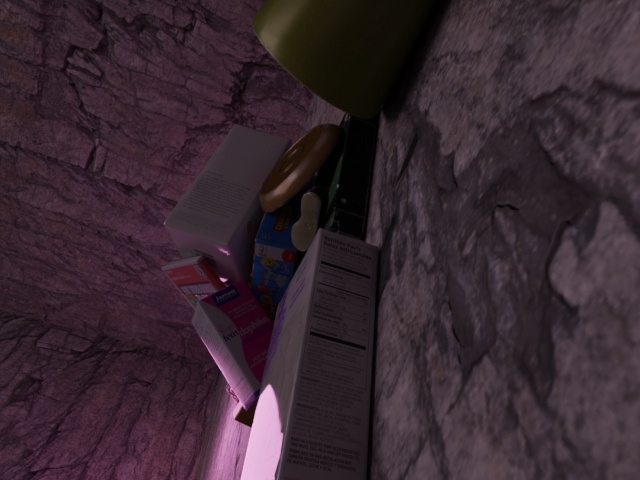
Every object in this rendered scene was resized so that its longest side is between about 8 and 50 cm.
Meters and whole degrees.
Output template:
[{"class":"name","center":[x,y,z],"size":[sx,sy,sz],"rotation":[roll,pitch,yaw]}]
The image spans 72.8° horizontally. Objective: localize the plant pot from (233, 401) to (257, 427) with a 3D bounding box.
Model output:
[{"class":"plant pot","center":[-0.140,0.371,0.975],"size":[0.083,0.081,0.081],"rotation":[-63,8,-15]}]

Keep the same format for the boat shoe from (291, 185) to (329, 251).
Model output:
[{"class":"boat shoe","center":[-0.017,-0.035,0.752],"size":[0.042,0.049,0.133],"rotation":[-43,-22,-46]}]

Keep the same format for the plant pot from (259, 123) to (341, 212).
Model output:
[{"class":"plant pot","center":[-0.052,-0.159,0.902],"size":[0.236,0.032,0.236],"rotation":[-42,22,21]}]

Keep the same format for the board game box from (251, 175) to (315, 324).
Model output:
[{"class":"board game box","center":[-0.091,0.032,1.039],"size":[0.308,0.086,0.302],"rotation":[-80,1,-53]}]

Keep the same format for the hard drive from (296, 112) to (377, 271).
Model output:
[{"class":"hard drive","center":[0.032,-0.088,0.867],"size":[0.237,0.064,0.339],"rotation":[122,163,-54]}]

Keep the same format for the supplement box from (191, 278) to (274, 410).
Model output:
[{"class":"supplement box","center":[-0.156,0.209,0.885],"size":[0.111,0.220,0.114],"rotation":[-27,-19,-34]}]

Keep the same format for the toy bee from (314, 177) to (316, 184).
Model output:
[{"class":"toy bee","center":[-0.107,-0.133,1.413],"size":[0.162,0.195,0.298],"rotation":[76,-168,-61]}]

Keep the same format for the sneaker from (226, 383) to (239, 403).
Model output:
[{"class":"sneaker","center":[-0.190,0.388,1.229],"size":[0.125,0.104,0.262],"rotation":[-32,-34,-36]}]

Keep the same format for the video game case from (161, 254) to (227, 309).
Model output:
[{"class":"video game case","center":[-0.270,0.164,1.105],"size":[0.204,0.285,0.025],"rotation":[-11,29,47]}]

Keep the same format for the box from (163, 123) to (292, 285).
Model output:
[{"class":"box","center":[-0.209,-0.089,1.107],"size":[0.215,0.168,0.345],"rotation":[91,-159,-57]}]

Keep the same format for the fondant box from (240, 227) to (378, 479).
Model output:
[{"class":"fondant box","center":[-0.017,0.186,0.583],"size":[0.238,0.096,0.330],"rotation":[119,166,-49]}]

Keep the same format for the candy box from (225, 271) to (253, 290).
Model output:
[{"class":"candy box","center":[-0.183,0.147,1.225],"size":[0.070,0.196,0.165],"rotation":[121,164,-46]}]

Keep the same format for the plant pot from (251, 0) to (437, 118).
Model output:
[{"class":"plant pot","center":[0.079,-0.408,0.717],"size":[0.293,0.275,0.275],"rotation":[-47,22,31]}]
